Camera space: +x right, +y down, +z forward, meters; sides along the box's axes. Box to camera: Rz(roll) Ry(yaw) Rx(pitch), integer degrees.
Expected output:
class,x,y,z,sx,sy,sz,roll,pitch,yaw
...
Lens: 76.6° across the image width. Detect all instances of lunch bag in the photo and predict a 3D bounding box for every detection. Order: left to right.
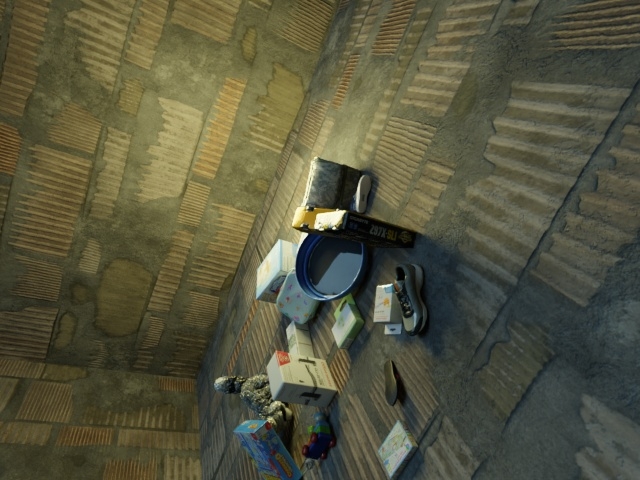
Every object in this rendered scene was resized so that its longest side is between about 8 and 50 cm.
class,x,y,z,sx,sy,sz,roll,pitch,yaw
lunch bag,-0.099,0.293,2.146,0.108,0.224,0.279,-26,-37,-62
lunch bag,0.040,-0.259,2.114,0.213,0.256,0.304,-9,68,64

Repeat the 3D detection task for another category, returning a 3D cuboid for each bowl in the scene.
class,x,y,z,sx,sy,sz,roll,pitch,yaw
bowl,0.052,0.097,1.918,0.391,0.077,0.390,-15,64,33

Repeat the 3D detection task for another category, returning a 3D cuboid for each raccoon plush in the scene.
class,x,y,z,sx,sy,sz,roll,pitch,yaw
raccoon plush,-0.361,0.887,2.130,0.299,0.447,0.216,-83,-20,-52

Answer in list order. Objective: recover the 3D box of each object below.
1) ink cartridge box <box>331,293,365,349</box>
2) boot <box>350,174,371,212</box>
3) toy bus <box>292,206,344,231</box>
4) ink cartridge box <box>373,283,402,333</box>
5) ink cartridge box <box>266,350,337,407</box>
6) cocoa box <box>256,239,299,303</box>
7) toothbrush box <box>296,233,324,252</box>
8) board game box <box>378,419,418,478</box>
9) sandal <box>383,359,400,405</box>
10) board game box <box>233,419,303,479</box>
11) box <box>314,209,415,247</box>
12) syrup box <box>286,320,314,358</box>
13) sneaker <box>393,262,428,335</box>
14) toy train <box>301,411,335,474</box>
class,x,y,z,sx,sy,sz,roll,pitch,yaw
ink cartridge box,0.108,0.351,1.846,0.171,0.056,0.235,-63,29,24
boot,0.191,-0.228,2.000,0.086,0.069,0.189,5,81,62
toy bus,0.018,-0.082,1.878,0.333,0.130,0.108,9,77,39
ink cartridge box,0.262,0.266,1.561,0.104,0.062,0.181,-25,54,59
ink cartridge box,-0.086,0.626,1.825,0.114,0.273,0.197,-61,27,18
cocoa box,-0.215,0.199,2.403,0.347,0.228,0.231,-50,34,42
toothbrush box,0.000,0.000,2.200,0.295,0.126,0.216,17,90,67
board game box,0.257,0.697,1.352,0.154,0.026,0.103,-65,26,19
sandal,0.262,0.509,1.452,0.067,0.040,0.179,-51,18,30
board game box,-0.262,1.023,1.957,0.301,0.086,0.308,56,143,3
box,0.173,-0.039,1.622,0.257,0.322,0.079,3,79,65
syrup box,-0.108,0.541,2.130,0.093,0.096,0.236,-56,30,30
sneaker,0.309,0.207,1.447,0.100,0.108,0.271,-38,44,50
toy train,-0.033,0.882,1.772,0.143,0.105,0.247,-99,33,-61
